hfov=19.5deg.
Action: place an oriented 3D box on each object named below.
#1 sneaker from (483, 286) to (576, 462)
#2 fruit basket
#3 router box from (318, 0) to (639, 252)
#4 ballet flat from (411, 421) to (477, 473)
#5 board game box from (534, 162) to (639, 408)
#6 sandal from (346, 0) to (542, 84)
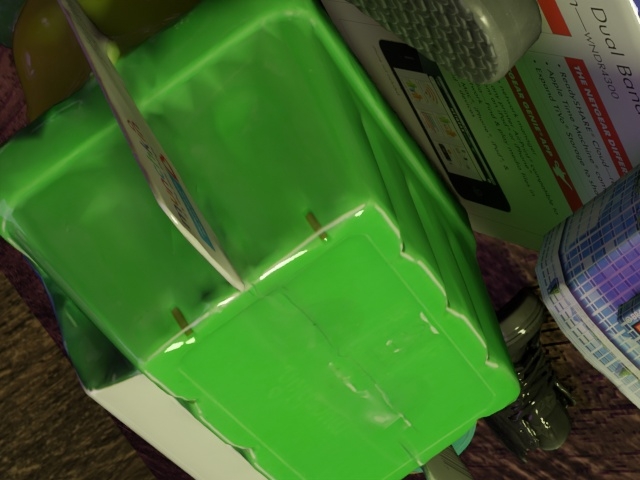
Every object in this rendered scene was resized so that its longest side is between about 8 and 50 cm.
[{"bbox_3d":[0.123,0.086,1.120,0.089,0.051,0.170,46,163,4],"label":"sneaker"},{"bbox_3d":[-0.072,-0.050,0.832,0.353,0.165,0.327,49,180,35],"label":"fruit basket"},{"bbox_3d":[0.059,-0.144,0.775,0.301,0.082,0.335,22,145,58],"label":"router box"},{"bbox_3d":[0.000,0.000,1.172,0.123,0.123,0.348,28,150,53],"label":"ballet flat"},{"bbox_3d":[0.175,0.052,0.676,0.194,0.060,0.194,41,130,-10],"label":"board game box"},{"bbox_3d":[-0.013,-0.154,0.730,0.254,0.054,0.097,39,167,13],"label":"sandal"}]
